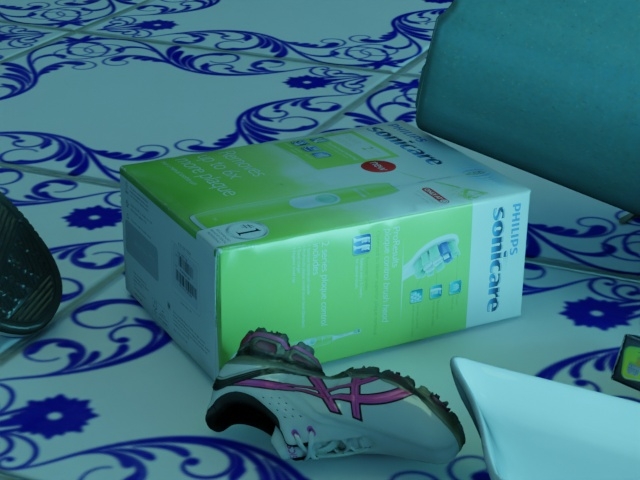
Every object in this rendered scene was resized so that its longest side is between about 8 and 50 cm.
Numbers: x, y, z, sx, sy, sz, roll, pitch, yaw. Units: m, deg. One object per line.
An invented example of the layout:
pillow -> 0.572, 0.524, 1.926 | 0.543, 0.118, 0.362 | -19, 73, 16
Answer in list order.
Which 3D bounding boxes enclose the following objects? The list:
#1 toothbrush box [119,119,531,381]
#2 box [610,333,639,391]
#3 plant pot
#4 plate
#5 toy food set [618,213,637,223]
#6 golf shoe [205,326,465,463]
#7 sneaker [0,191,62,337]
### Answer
toothbrush box -> 0.000, 0.000, 1.152 | 0.283, 0.122, 0.206 | -10, 25, -26
box -> 0.318, 0.117, 0.943 | 0.207, 0.036, 0.114 | 22, 9, 40
plant pot -> 0.275, -0.172, 1.188 | 0.334, 0.341, 0.341 | 18, 26, 7
plate -> 0.214, 0.149, 0.797 | 0.278, 0.045, 0.277 | 15, 7, -2
toy food set -> 0.354, -0.018, 1.322 | 0.122, 0.019, 0.078 | 21, 31, 38
golf shoe -> 0.009, 0.126, 0.949 | 0.186, 0.067, 0.086 | 14, 54, 28
sneaker -> -0.365, 0.003, 1.148 | 0.295, 0.178, 0.123 | 36, 59, -9
